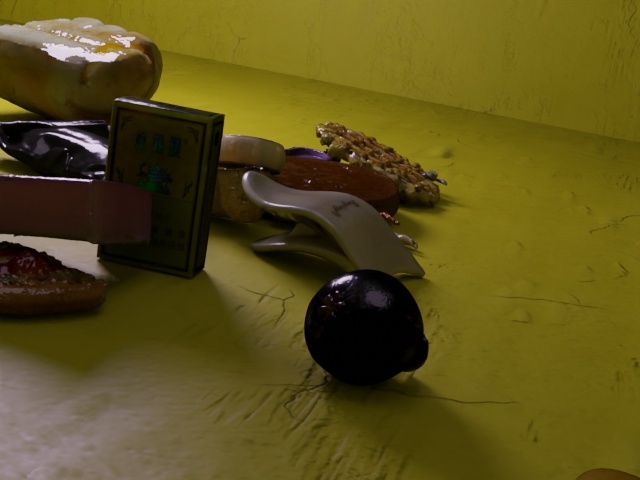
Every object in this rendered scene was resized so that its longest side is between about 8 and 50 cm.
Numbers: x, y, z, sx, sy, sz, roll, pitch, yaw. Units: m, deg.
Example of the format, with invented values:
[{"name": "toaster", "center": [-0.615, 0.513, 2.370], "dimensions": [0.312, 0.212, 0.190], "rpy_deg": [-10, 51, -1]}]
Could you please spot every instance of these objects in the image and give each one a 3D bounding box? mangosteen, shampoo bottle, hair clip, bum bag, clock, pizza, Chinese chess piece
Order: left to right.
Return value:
[{"name": "pizza", "center": [-0.360, 0.033, 1.223], "dimensions": [0.188, 0.062, 0.199], "rpy_deg": [2, 15, -30]}, {"name": "bum bag", "center": [-0.431, -0.146, 1.786], "dimensions": [0.326, 0.079, 0.142], "rpy_deg": [20, 26, 24]}, {"name": "shampoo bottle", "center": [-0.460, -0.201, 1.987], "dimensions": [0.208, 0.063, 0.057], "rpy_deg": [-5, 11, -36]}, {"name": "Chinese chess piece", "center": [-0.119, -0.143, 1.722], "dimensions": [0.122, 0.051, 0.122], "rpy_deg": [9, -3, 0]}, {"name": "clock", "center": [-0.033, -0.146, 2.045], "dimensions": [0.110, 0.050, 0.153], "rpy_deg": [17, 18, 26]}, {"name": "hair clip", "center": [0.009, -0.016, 1.505], "dimensions": [0.282, 0.113, 0.172], "rpy_deg": [16, 17, 21]}, {"name": "mangosteen", "center": [0.057, 0.103, 1.134], "dimensions": [0.137, 0.137, 0.151], "rpy_deg": [28, -10, 49]}]

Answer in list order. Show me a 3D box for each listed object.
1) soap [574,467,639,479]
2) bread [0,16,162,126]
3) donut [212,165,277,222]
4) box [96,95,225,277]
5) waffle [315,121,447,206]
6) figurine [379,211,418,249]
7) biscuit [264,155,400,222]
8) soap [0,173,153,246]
[{"name": "soap", "center": [0.253, 0.241, 0.896], "dimensions": [0.089, 0.033, 0.168], "rpy_deg": [15, 18, 27]}, {"name": "bread", "center": [-0.503, -0.341, 2.178], "dimensions": [0.341, 0.210, 0.300], "rpy_deg": [17, 29, 23]}, {"name": "donut", "center": [-0.196, -0.089, 1.643], "dimensions": [0.259, 0.101, 0.152], "rpy_deg": [4, 5, 0]}, {"name": "box", "center": [-0.215, -0.073, 1.379], "dimensions": [0.141, 0.220, 0.064], "rpy_deg": [11, 15, 10]}, {"name": "waffle", "center": [0.114, -0.153, 2.053], "dimensions": [0.262, 0.060, 0.280], "rpy_deg": [17, 22, -25]}, {"name": "figurine", "center": [0.116, -0.015, 1.699], "dimensions": [0.109, 0.047, 0.064], "rpy_deg": [27, -6, 31]}, {"name": "biscuit", "center": [-0.040, -0.085, 1.815], "dimensions": [0.367, 0.063, 0.314], "rpy_deg": [7, 20, -4]}, {"name": "soap", "center": [-0.361, -0.040, 1.292], "dimensions": [0.259, 0.081, 0.181], "rpy_deg": [3, -1, 16]}]
